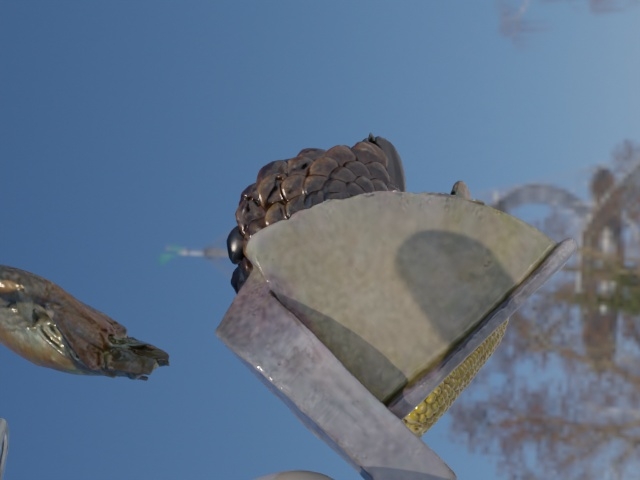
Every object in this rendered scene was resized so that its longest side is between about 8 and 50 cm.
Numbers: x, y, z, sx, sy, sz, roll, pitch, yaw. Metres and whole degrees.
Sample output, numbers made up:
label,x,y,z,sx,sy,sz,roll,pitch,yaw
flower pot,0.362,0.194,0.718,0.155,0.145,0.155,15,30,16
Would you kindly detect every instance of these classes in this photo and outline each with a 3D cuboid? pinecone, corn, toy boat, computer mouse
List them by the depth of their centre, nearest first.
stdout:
label,x,y,z,sx,sy,sz,roll,pitch,yaw
toy boat,0.050,0.074,1.278,0.294,0.276,0.111,-61,-9,-12
corn,0.140,0.141,1.589,0.091,0.091,0.260,56,-137,-7
pinecone,0.000,0.000,1.622,0.272,0.224,0.224,137,146,-66
computer mouse,0.077,-0.065,1.907,0.099,0.057,0.172,-17,-58,-28

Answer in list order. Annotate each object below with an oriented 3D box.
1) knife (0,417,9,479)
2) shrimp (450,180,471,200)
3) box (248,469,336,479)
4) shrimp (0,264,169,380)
label,x,y,z,sx,sy,sz,roll,pitch,yaw
knife,-0.329,0.258,1.301,0.266,0.040,0.073,-102,21,-60
shrimp,0.188,0.013,1.750,0.091,0.043,0.184,-34,-59,-71
box,-0.132,0.319,1.116,0.141,0.349,0.288,63,-159,-6
shrimp,-0.323,0.105,1.705,0.077,0.317,0.168,-58,-35,-35
